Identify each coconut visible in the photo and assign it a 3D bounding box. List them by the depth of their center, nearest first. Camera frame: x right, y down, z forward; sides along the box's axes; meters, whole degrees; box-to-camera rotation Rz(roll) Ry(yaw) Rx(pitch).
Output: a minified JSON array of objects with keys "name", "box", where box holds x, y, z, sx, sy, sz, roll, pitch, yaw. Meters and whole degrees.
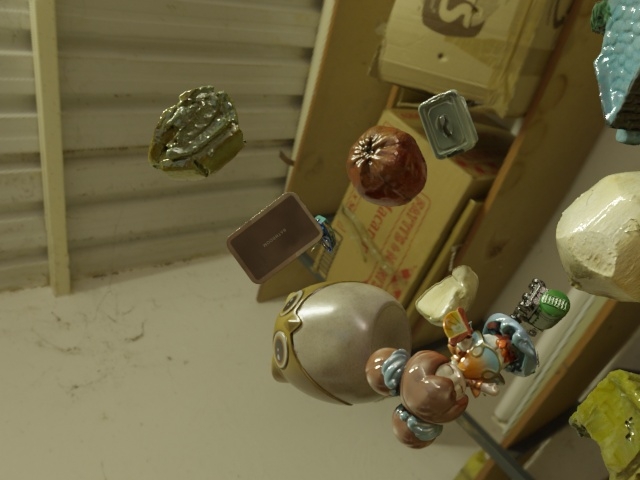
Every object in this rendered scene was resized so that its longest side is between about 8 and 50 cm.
[{"name":"coconut","box":[0.850,-0.001,1.526,0.346,0.346,0.360,13,-51,-48]}]

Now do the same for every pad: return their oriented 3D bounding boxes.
[{"name":"pad","box":[-0.138,-0.007,1.596,0.266,0.176,0.002,-37,-4,7]}]

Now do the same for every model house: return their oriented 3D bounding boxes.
[{"name":"model house","box":[0.824,-0.380,1.240,0.360,0.297,0.339,4,-82,-9]}]

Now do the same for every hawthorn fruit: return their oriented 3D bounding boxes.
[{"name":"hawthorn fruit","box":[0.218,-0.234,1.720,0.262,0.258,0.258,20,-69,-19]}]

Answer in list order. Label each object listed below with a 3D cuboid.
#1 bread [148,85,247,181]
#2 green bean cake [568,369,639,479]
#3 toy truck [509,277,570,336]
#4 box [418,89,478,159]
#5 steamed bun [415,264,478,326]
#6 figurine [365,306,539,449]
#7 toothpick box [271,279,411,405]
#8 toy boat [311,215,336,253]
[{"name":"bread","box":[-0.308,-0.256,1.349,0.257,0.186,0.124,-50,-4,-9]},{"name":"green bean cake","box":[0.699,0.444,1.229,0.124,0.236,0.233,16,-65,-13]},{"name":"toy truck","box":[0.645,0.203,1.583,0.101,0.125,0.242,-54,-19,-14]},{"name":"box","box":[0.468,-0.419,1.953,0.162,0.227,0.130,-19,3,36]},{"name":"steamed bun","box":[0.420,0.185,1.682,0.110,0.231,0.212,43,-89,-12]},{"name":"figurine","box":[0.342,0.351,1.431,0.388,0.276,0.248,-24,-12,-20]},{"name":"toothpick box","box":[0.049,0.333,1.795,0.409,0.425,0.409,6,-97,-53]},{"name":"toy boat","box":[0.000,0.000,2.017,0.110,0.091,0.175,-44,-47,-18]}]
